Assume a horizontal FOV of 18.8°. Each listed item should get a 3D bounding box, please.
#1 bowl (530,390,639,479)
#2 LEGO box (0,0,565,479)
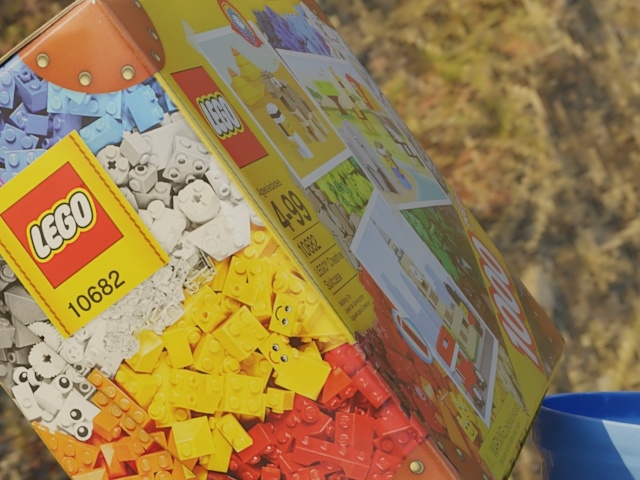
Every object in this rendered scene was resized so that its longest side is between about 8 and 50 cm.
[{"bbox_3d":[0.366,0.180,1.590,0.391,0.391,0.077,2,91,-49],"label":"bowl"},{"bbox_3d":[-0.036,0.025,1.307,0.372,0.193,0.500,54,15,0],"label":"LEGO box"}]
